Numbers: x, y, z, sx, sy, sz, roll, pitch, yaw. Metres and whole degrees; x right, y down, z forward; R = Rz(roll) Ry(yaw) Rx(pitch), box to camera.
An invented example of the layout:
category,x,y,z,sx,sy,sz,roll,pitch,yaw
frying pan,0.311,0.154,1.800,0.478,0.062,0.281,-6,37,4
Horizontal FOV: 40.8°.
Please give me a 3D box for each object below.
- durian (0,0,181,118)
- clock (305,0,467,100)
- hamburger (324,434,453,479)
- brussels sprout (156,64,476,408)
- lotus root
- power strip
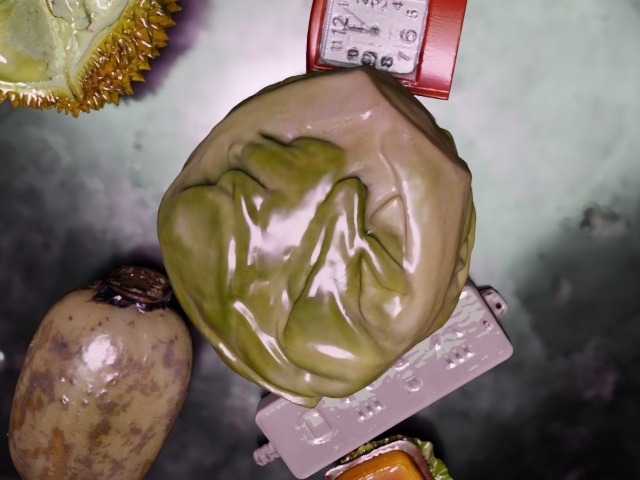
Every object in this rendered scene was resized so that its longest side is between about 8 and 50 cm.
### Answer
category,x,y,z,sx,sy,sz,roll,pitch,yaw
durian,-0.237,-0.239,0.824,0.200,0.176,0.237,29,107,-14
clock,0.065,-0.212,0.880,0.155,0.061,0.113,11,102,3
hamburger,0.088,0.298,0.971,0.137,0.087,0.166,-24,101,6
brussels sprout,0.000,0.000,0.835,0.328,0.247,0.328,1,108,4
lotus root,-0.240,0.180,0.930,0.173,0.173,0.309,20,109,-3
power strip,0.060,0.158,0.957,0.338,0.058,0.098,-33,99,8
